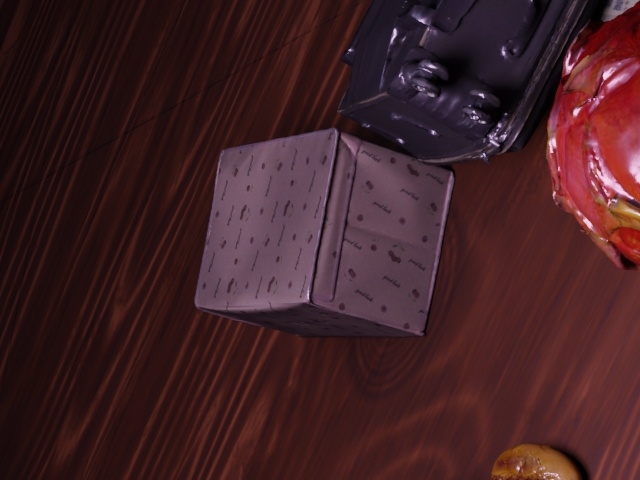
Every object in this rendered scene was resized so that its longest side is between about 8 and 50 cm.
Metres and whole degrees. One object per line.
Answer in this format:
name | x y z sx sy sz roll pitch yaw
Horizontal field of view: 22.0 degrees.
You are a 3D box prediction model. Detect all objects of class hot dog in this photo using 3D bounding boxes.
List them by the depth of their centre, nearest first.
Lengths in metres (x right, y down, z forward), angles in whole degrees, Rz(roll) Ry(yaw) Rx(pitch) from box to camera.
hot dog | 0.223 0.262 1.758 0.140 0.060 0.090 -7 66 50

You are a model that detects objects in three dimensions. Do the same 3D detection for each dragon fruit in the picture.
dragon fruit | 0.346 -0.094 1.526 0.342 0.277 0.277 33 104 60

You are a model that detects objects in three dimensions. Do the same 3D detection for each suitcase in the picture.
suitcase | 0.166 -0.235 1.858 0.283 0.194 0.434 -63 11 -5

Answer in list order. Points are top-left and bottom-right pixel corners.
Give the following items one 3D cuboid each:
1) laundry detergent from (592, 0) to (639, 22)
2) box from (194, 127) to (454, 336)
laundry detergent | 0.373 -0.320 1.760 0.253 0.091 0.181 -71 21 5
box | 0.000 0.000 2.116 0.297 0.190 0.225 -6 71 59
